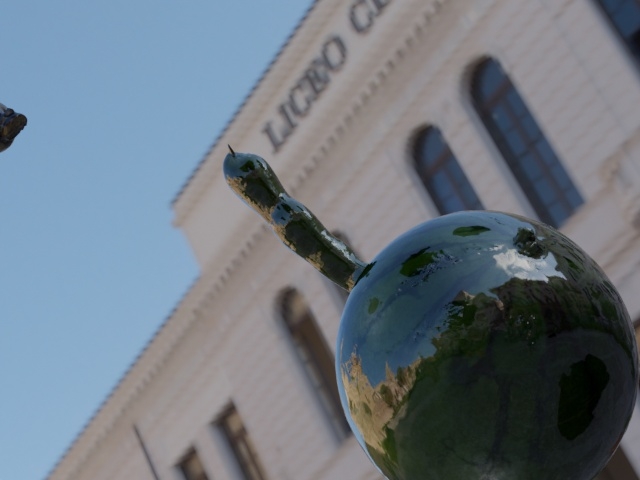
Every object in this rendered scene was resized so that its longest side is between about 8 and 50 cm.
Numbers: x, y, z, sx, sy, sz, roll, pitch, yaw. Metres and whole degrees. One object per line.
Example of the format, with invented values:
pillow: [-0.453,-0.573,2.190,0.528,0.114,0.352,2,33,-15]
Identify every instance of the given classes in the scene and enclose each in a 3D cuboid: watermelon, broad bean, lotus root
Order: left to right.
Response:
lotus root: [-0.314,-0.099,1.290,0.152,0.063,0.072,10,8,33]
broad bean: [-0.001,0.000,1.427,0.053,0.256,0.052,-33,-22,-50]
watermelon: [0.128,0.096,1.186,0.242,0.242,0.242,-22,-24,-11]
